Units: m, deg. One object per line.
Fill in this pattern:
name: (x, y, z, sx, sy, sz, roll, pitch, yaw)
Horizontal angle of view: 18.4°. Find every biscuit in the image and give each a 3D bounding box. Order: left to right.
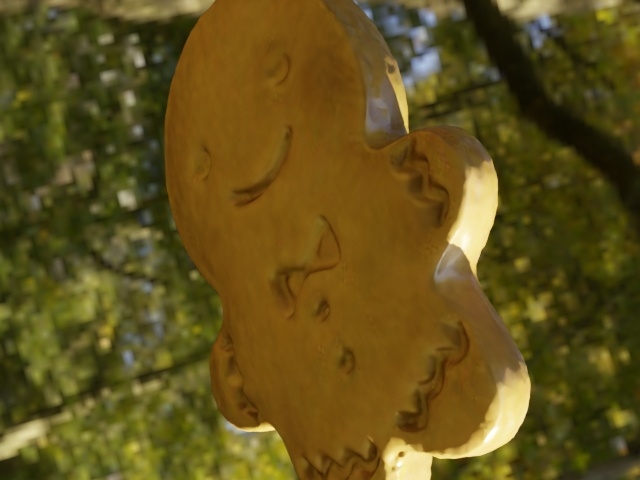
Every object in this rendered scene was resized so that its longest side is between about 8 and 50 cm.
biscuit: (-0.002, 0.000, 1.194, 0.275, 0.052, 0.355, -44, -120, 42)
